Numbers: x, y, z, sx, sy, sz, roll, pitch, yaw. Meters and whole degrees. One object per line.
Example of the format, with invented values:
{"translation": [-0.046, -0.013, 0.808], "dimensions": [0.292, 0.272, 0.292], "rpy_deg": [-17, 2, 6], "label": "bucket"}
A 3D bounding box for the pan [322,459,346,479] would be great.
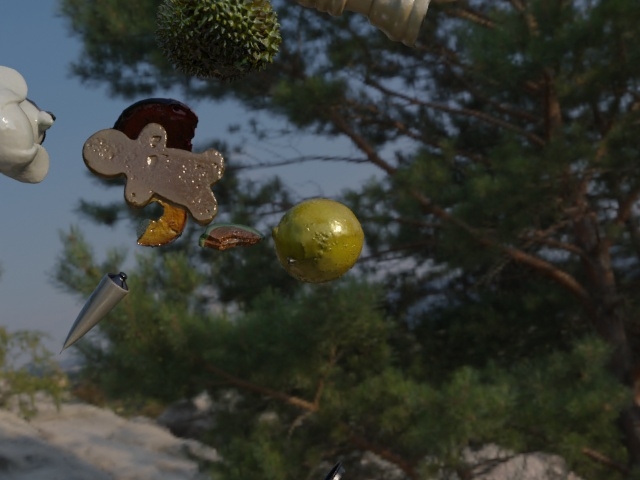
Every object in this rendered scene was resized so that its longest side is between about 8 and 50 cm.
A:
{"translation": [-0.015, 0.544, 1.827], "dimensions": [0.235, 0.028, 0.136], "rpy_deg": [-42, -12, -49], "label": "pan"}

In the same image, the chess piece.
{"translation": [0.031, -0.428, 1.508], "dimensions": [0.307, 0.139, 0.124], "rpy_deg": [17, -26, 0], "label": "chess piece"}

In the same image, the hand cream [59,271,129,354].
{"translation": [-0.430, 0.134, 1.686], "dimensions": [0.186, 0.054, 0.087], "rpy_deg": [-49, 11, 5], "label": "hand cream"}

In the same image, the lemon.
{"translation": [0.000, 0.000, 1.778], "dimensions": [0.206, 0.174, 0.173], "rpy_deg": [-5, -7, -45], "label": "lemon"}

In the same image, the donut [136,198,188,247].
{"translation": [-0.405, -0.078, 2.240], "dimensions": [0.146, 0.181, 0.078], "rpy_deg": [-11, 16, -14], "label": "donut"}

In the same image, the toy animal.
{"translation": [-0.686, -0.232, 1.947], "dimensions": [0.174, 0.249, 0.289], "rpy_deg": [-17, 37, 3], "label": "toy animal"}

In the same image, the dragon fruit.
{"translation": [-0.457, -0.267, 2.469], "dimensions": [0.282, 0.344, 0.100], "rpy_deg": [26, 33, 11], "label": "dragon fruit"}

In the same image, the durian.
{"translation": [-0.226, -0.493, 2.012], "dimensions": [0.291, 0.225, 0.291], "rpy_deg": [7, -28, 4], "label": "durian"}

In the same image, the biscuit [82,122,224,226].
{"translation": [-0.352, -0.149, 1.874], "dimensions": [0.301, 0.197, 0.049], "rpy_deg": [17, -24, -14], "label": "biscuit"}

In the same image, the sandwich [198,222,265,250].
{"translation": [-0.183, -0.009, 1.768], "dimensions": [0.135, 0.029, 0.067], "rpy_deg": [-4, 33, -28], "label": "sandwich"}
